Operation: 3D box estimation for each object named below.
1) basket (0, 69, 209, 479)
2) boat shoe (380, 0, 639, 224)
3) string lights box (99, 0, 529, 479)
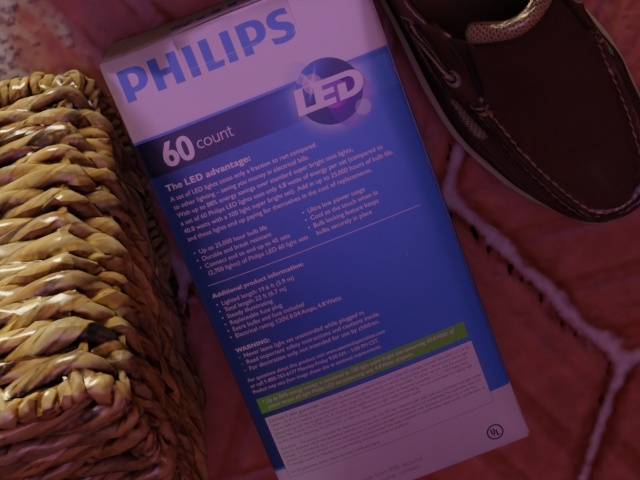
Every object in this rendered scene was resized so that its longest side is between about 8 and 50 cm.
[{"bbox_3d":[-0.215,0.080,0.648,0.299,0.223,0.213,-16,139,1],"label":"basket"},{"bbox_3d":[0.084,-0.103,0.613,0.095,0.095,0.257,-40,104,7],"label":"boat shoe"},{"bbox_3d":[0.000,0.000,0.647,0.133,0.077,0.259,-21,106,2],"label":"string lights box"}]
